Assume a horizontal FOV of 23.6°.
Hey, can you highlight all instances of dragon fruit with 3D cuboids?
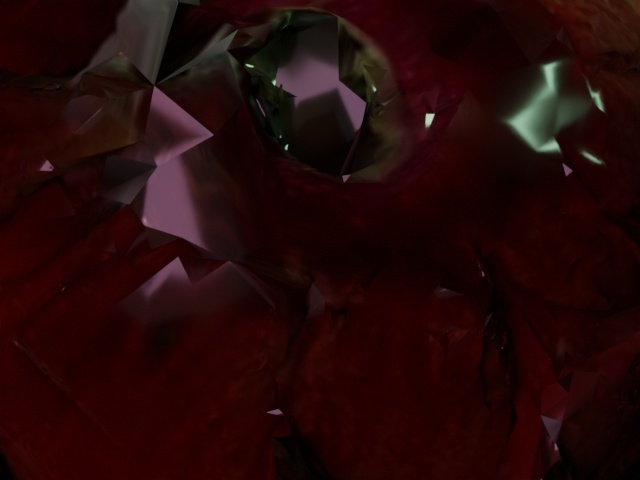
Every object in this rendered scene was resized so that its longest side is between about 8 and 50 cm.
[{"bbox_3d":[0.000,0.000,0.530,0.295,0.302,0.295,2,72,-6],"label":"dragon fruit"}]
